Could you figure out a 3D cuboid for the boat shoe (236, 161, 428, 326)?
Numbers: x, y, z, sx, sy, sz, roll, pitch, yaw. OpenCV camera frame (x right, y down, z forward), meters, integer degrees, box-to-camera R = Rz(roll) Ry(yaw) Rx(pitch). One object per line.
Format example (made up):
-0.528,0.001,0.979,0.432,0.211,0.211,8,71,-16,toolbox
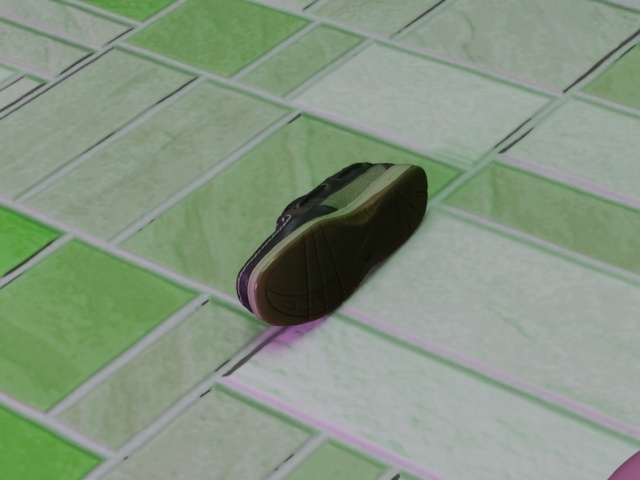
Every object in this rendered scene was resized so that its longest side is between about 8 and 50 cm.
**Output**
0.000,-0.001,1.575,0.073,0.080,0.223,14,35,36,boat shoe

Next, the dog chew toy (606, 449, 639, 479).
0.173,0.246,1.098,0.332,0.206,0.206,-31,40,-16,dog chew toy
